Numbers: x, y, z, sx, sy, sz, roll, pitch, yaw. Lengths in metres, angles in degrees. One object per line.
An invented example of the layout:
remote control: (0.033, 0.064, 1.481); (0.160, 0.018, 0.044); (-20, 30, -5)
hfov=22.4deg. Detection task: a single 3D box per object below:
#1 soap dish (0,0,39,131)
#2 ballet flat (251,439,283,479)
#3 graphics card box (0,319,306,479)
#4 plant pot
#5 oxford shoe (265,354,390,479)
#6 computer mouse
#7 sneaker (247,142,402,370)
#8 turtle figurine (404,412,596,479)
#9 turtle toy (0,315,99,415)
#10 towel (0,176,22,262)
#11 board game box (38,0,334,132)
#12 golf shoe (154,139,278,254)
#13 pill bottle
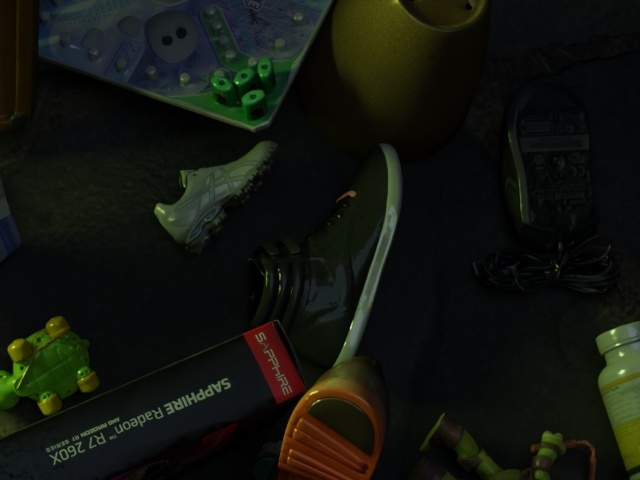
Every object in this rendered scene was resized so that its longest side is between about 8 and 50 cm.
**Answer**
soap dish: (-0.421, -0.233, 1.790); (0.229, 0.291, 0.118); (-8, 51, -17)
ballet flat: (0.017, 0.322, 1.820); (0.241, 0.091, 0.077); (57, 35, 5)
graphics card box: (-0.212, 0.219, 1.712); (0.371, 0.233, 0.094); (-21, 78, -21)
plant pot: (0.110, -0.249, 1.951); (0.237, 0.254, 0.237); (5, 69, -13)
oxford shoe: (-0.008, 0.286, 1.729); (0.130, 0.363, 0.133); (28, 25, 4)
computer mouse: (0.277, -0.067, 2.033); (0.189, 0.072, 0.272); (1, 83, -16)
sneaker: (0.000, 0.000, 1.912); (0.147, 0.104, 0.295); (20, 71, -12)
turtle figurine: (0.206, 0.308, 1.864); (0.217, 0.087, 0.269); (30, 66, -2)
turtle toy: (-0.315, 0.145, 1.802); (0.130, 0.066, 0.095); (-31, 104, -20)
towel: (-0.423, -0.053, 1.730); (0.034, 0.285, 0.209); (16, 42, 31)
board game box: (-0.167, -0.355, 1.964); (0.390, 0.050, 0.390); (20, 65, 13)
golf shoe: (-0.124, -0.070, 1.931); (0.086, 0.069, 0.176); (38, 65, 8)
pill bottle: (0.395, 0.194, 1.945); (0.103, 0.103, 0.184); (-11, 74, -18)
